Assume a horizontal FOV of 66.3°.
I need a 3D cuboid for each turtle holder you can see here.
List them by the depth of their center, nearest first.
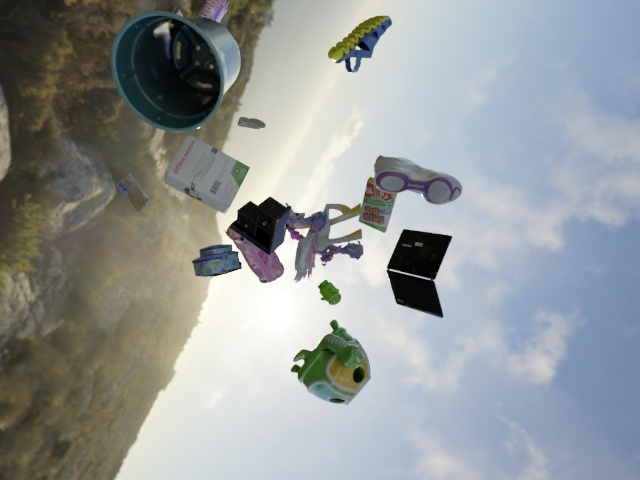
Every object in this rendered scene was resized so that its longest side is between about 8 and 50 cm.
[{"bbox_3d":[0.064,0.409,1.650,0.243,0.227,0.320,-25,152,-55],"label":"turtle holder"}]

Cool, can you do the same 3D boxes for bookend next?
[{"bbox_3d":[-0.174,-0.065,1.400,0.072,0.156,0.157,-44,162,-39],"label":"bookend"}]

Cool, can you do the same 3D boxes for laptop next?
[{"bbox_3d":[0.370,0.113,1.781,0.234,0.136,0.264,11,-107,52],"label":"laptop"}]

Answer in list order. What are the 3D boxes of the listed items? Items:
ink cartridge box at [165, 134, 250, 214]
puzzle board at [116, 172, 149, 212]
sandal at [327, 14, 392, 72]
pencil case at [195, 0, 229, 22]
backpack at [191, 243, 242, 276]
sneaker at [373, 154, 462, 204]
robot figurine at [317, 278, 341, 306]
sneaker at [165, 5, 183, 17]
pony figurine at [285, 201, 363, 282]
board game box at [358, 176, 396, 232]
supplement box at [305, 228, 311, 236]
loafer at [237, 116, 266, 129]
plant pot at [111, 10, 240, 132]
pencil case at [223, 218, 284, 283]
[{"bbox_3d":[-0.361,-0.208,1.563,0.160,0.219,0.092,-66,-167,-21],"label":"ink cartridge box"},{"bbox_3d":[-0.710,-0.181,1.859,0.011,0.128,0.096,-18,-150,24],"label":"puzzle board"},{"bbox_3d":[0.180,-0.828,2.075,0.317,0.138,0.126,-40,-148,-3],"label":"sandal"},{"bbox_3d":[-0.403,-0.832,1.817,0.086,0.088,0.206,66,27,-47],"label":"pencil case"},{"bbox_3d":[-0.288,0.055,1.331,0.105,0.084,0.114,-9,-174,42],"label":"backpack"},{"bbox_3d":[0.314,-0.209,1.570,0.152,0.305,0.114,-93,-159,-48],"label":"sneaker"},{"bbox_3d":[0.040,0.218,2.021,0.067,0.115,0.101,-31,168,-42],"label":"robot figurine"},{"bbox_3d":[-0.571,-0.796,1.780,0.061,0.152,0.054,55,26,-69],"label":"sneaker"},{"bbox_3d":[0.000,0.000,2.101,0.303,0.363,0.351,32,55,-83],"label":"pony figurine"},{"bbox_3d":[0.225,-0.130,1.948,0.039,0.124,0.259,-55,163,-34],"label":"board game box"},{"bbox_3d":[-0.034,-0.032,2.402,0.083,0.054,0.043,-63,165,-15],"label":"supplement box"},{"bbox_3d":[-0.300,-0.505,2.128,0.039,0.125,0.045,-44,-130,46],"label":"loafer"},{"bbox_3d":[-0.420,-0.559,1.565,0.341,0.341,0.334,-57,-172,29],"label":"plant pot"},{"bbox_3d":[-0.242,0.039,1.836,0.124,0.284,0.124,-16,-139,14],"label":"pencil case"}]
